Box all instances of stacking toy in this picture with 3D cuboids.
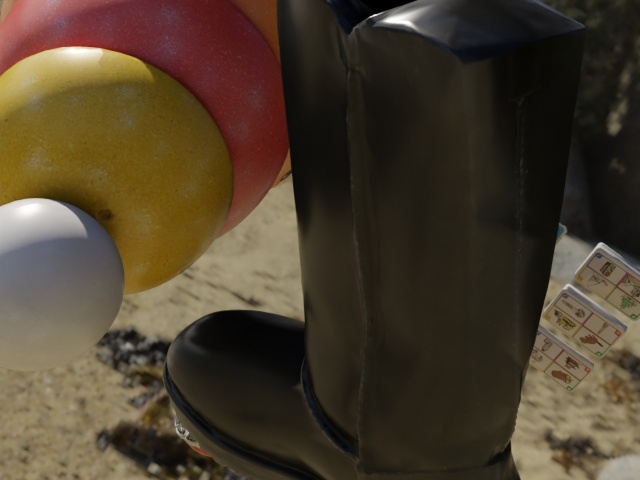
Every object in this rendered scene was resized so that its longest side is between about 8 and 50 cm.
[{"bbox_3d":[-0.174,-0.069,0.977,0.351,0.350,0.480,30,39,-8],"label":"stacking toy"}]

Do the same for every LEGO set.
[{"bbox_3d":[0.211,0.027,1.255,0.244,0.182,0.060,35,44,7],"label":"LEGO set"}]

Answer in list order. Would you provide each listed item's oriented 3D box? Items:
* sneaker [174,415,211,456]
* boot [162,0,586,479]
[{"bbox_3d":[-0.015,0.207,1.173,0.279,0.118,0.107,7,43,25],"label":"sneaker"},{"bbox_3d":[0.002,0.001,0.846,0.367,0.445,0.146,25,48,34],"label":"boot"}]
